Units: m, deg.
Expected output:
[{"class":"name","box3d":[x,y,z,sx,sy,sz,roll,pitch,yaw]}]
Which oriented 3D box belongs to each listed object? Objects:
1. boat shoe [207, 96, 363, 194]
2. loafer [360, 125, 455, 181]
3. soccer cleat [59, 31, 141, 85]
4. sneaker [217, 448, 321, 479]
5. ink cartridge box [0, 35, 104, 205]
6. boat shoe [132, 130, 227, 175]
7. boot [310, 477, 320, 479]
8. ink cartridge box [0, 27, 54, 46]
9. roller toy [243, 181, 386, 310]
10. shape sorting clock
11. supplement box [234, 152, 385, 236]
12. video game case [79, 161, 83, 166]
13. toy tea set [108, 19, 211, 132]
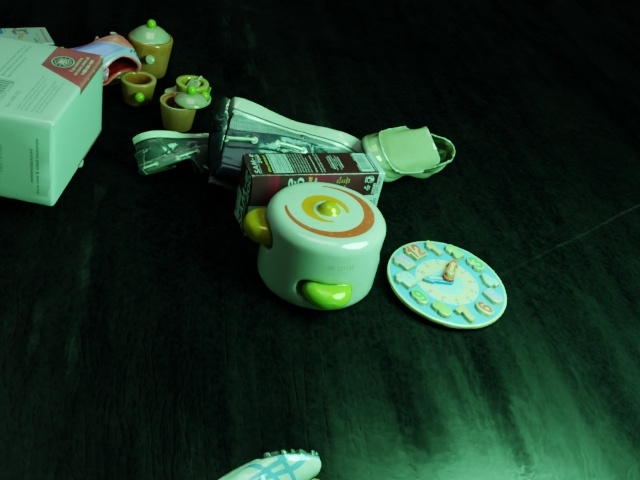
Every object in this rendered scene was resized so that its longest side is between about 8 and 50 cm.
[{"class":"boat shoe","box3d":[-0.054,-0.132,1.521,0.340,0.127,0.158,16,67,-20]},{"class":"loafer","box3d":[0.171,-0.173,1.570,0.268,0.092,0.102,-10,74,-56]},{"class":"soccer cleat","box3d":[-0.471,-0.330,1.608,0.248,0.083,0.095,-31,68,-29]},{"class":"sneaker","box3d":[-0.094,0.300,0.933,0.237,0.085,0.086,-13,69,-37]},{"class":"ink cartridge box","box3d":[-0.590,-0.225,1.377,0.384,0.160,0.279,11,36,-3]},{"class":"boat shoe","box3d":[-0.231,-0.155,1.528,0.233,0.084,0.079,-4,75,-33]},{"class":"boot","box3d":[0.075,0.329,0.914,0.211,0.104,0.295,36,46,29]},{"class":"ink cartridge box","box3d":[-0.638,-0.414,1.759,0.122,0.052,0.088,-9,40,-30]},{"class":"roller toy","box3d":[0.000,0.000,1.305,0.209,0.146,0.191,32,39,26]},{"class":"shape sorting clock","box3d":[0.211,0.068,1.368,0.206,0.040,0.206,8,36,-6]},{"class":"supplement box","box3d":[-0.020,-0.081,1.425,0.239,0.130,0.073,-3,39,-20]},{"class":"video game case","box3d":[-0.557,-0.199,1.513,0.206,0.026,0.227,-4,40,-23]},{"class":"toy tea set","box3d":[-0.336,-0.355,1.708,0.336,0.124,0.200,34,40,28]}]
